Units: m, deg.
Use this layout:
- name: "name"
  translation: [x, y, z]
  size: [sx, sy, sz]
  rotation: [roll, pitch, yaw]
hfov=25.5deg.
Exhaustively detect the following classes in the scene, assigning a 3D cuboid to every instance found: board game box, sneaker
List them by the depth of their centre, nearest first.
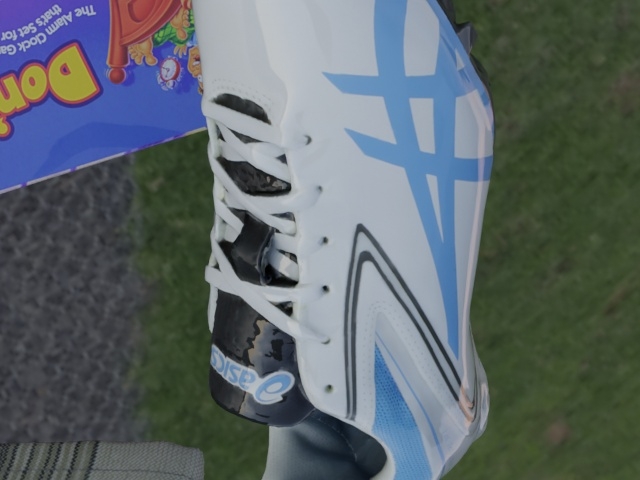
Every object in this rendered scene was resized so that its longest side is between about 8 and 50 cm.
- name: "sneaker"
  translation: [0.000, 0.000, 0.409]
  size: [0.086, 0.085, 0.237]
  rotation: [-41, 137, -30]
- name: "board game box"
  translation: [-0.110, -0.091, 0.660]
  size: [0.233, 0.078, 0.347]
  rotation: [-17, -169, 2]

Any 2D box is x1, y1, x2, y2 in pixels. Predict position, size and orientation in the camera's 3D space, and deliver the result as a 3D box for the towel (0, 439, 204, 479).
- name: "towel"
  translation: [-0.210, 0.213, 0.560]
  size: [0.312, 0.324, 0.056]
  rotation: [-1, 135, 11]
